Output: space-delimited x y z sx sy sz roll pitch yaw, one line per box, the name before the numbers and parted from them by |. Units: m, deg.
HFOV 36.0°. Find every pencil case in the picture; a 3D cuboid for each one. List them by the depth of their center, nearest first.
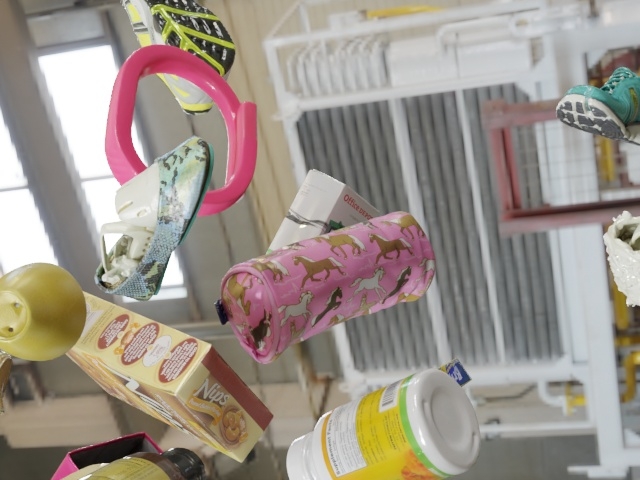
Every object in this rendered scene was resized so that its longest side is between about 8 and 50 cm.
pencil case | 0.021 0.070 1.608 0.386 0.167 0.160 -20 -100 -40

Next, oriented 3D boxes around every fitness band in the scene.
fitness band | -0.191 -0.152 1.362 0.054 0.209 0.291 -50 31 43

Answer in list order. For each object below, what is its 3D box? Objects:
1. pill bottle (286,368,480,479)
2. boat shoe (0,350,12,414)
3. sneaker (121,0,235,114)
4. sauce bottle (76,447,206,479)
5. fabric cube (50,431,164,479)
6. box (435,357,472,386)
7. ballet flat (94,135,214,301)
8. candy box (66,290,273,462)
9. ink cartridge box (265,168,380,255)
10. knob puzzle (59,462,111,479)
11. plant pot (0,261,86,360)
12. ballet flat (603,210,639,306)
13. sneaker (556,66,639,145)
pill bottle | 0.076 0.272 1.304 0.136 0.245 0.136 32 -137 -36
boat shoe | -0.613 0.302 1.831 0.190 0.072 0.068 -67 -24 -7
sneaker | -0.269 -0.371 1.650 0.385 0.145 0.147 64 151 28
sauce bottle | -0.210 0.295 1.079 0.344 0.111 0.111 10 -105 -77
fabric cube | -0.426 0.591 2.031 0.258 0.254 0.259 -54 -23 17
box | 0.221 0.280 1.887 0.169 0.059 0.054 -16 -112 -55
ballet flat | -0.140 -0.012 0.786 0.070 0.070 0.188 -78 13 -46
candy box | -0.235 0.186 1.401 0.087 0.316 0.183 -54 -45 -21
ink cartridge box | 0.000 0.000 1.848 0.160 0.092 0.219 33 -97 -56
knob puzzle | -0.419 0.500 1.840 0.030 0.213 0.213 77 -164 -49
plant pot | -0.387 0.095 1.289 0.095 0.134 0.134 8 -103 -80
ballet flat | 0.500 0.000 1.118 0.147 0.409 0.147 10 -105 -41
sneaker | 0.444 -0.211 1.502 0.275 0.107 0.110 0 -73 -54
